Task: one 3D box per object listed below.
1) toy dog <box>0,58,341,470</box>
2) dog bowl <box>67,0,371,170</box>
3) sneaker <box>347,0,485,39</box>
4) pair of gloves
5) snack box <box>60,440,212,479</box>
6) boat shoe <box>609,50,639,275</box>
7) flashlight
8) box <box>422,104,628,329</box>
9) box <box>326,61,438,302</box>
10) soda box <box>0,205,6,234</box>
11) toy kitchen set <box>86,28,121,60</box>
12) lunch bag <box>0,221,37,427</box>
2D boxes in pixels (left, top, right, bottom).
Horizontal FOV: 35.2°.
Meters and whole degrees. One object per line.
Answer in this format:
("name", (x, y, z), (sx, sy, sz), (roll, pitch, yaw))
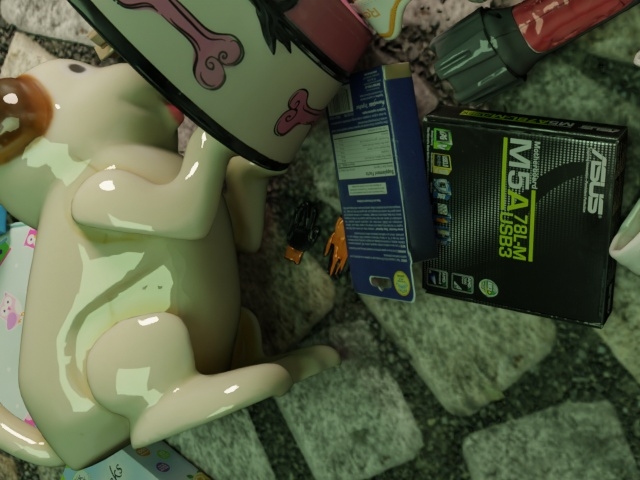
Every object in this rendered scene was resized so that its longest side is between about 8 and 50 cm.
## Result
("toy dog", (-0.206, 0.004, 1.054), (0.395, 0.284, 0.407), (-23, 83, 22))
("dog bowl", (-0.116, -0.262, 0.911), (0.150, 0.408, 0.408), (-41, 78, 11))
("sneaker", (0.157, -0.287, 0.867), (0.321, 0.126, 0.127), (-28, 107, 0))
("pair of gloves", (0.000, 0.000, 1.098), (0.083, 0.010, 0.074), (23, 112, 25))
("snack box", (-0.226, 0.335, 1.248), (0.207, 0.070, 0.174), (33, 113, 22))
("boat shoe", (0.334, -0.127, 0.816), (0.157, 0.136, 0.367), (23, 117, 4))
("flashlight", (0.238, -0.218, 0.870), (0.304, 0.103, 0.103), (-27, 127, 25))
("box", (0.187, -0.024, 0.951), (0.184, 0.045, 0.190), (13, 119, 29))
("box", (0.059, -0.055, 1.002), (0.136, 0.037, 0.225), (-176, 78, -65))
("soda box", (-0.428, -0.099, 1.227), (0.067, 0.071, 0.210), (-25, 57, 29))
("toy kitchen set", (-0.215, -0.211, 1.144), (0.083, 0.068, 0.075), (-31, 84, 30))
("lunch bag", (-0.334, 0.117, 1.212), (0.224, 0.108, 0.279), (-7, 78, 28))
